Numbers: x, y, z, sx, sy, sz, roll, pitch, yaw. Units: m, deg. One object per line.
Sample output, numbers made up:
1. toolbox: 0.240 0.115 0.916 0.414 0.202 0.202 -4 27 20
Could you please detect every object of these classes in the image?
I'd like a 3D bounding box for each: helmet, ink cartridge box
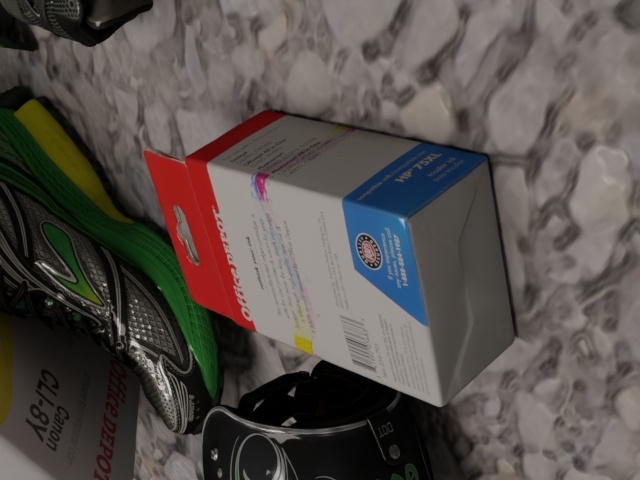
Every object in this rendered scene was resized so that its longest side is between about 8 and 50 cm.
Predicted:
1. helmet: -0.001 0.180 0.793 0.169 0.169 0.161 12 113 45
2. ink cartridge box: -0.340 0.103 0.944 0.384 0.160 0.279 47 -170 -20
3. ink cartridge box: 0.000 0.000 0.700 0.231 0.078 0.134 18 133 42

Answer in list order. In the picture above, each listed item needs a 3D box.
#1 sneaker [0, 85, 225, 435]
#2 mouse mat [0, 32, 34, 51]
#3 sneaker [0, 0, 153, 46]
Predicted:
1. sneaker: -0.214 0.037 0.936 0.343 0.146 0.134 46 146 10
2. mouse mat: -0.343 -0.190 0.892 0.152 0.190 0.007 15 87 43
3. sneaker: -0.162 -0.217 0.696 0.130 0.087 0.227 30 144 28
